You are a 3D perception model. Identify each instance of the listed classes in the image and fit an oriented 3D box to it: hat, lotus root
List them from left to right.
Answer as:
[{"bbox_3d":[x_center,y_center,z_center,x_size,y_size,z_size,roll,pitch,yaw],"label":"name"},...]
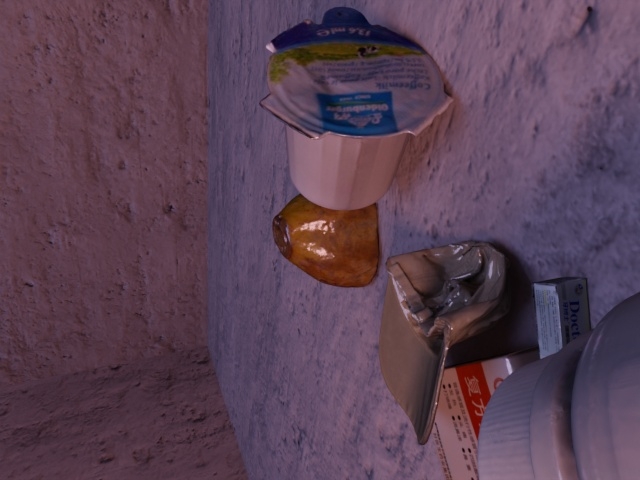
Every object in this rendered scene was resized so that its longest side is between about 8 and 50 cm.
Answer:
[{"bbox_3d":[0.000,0.000,0.960,0.188,0.180,0.199,7,103,62],"label":"lotus root"},{"bbox_3d":[0.167,0.126,0.659,0.214,0.149,0.245,-120,21,-67],"label":"hat"}]

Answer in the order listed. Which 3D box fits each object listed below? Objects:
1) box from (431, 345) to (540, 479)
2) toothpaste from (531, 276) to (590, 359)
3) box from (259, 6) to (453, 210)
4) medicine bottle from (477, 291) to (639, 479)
[{"bbox_3d":[0.246,0.328,0.622,0.214,0.069,0.353,134,123,-61],"label":"box"},{"bbox_3d":[0.265,0.124,0.535,0.034,0.046,0.164,180,83,-69],"label":"toothpaste"},{"bbox_3d":[0.032,-0.192,0.773,0.206,0.262,0.291,98,165,-54],"label":"box"},{"bbox_3d":[0.263,0.137,0.289,0.306,0.245,0.245,126,132,-58],"label":"medicine bottle"}]
